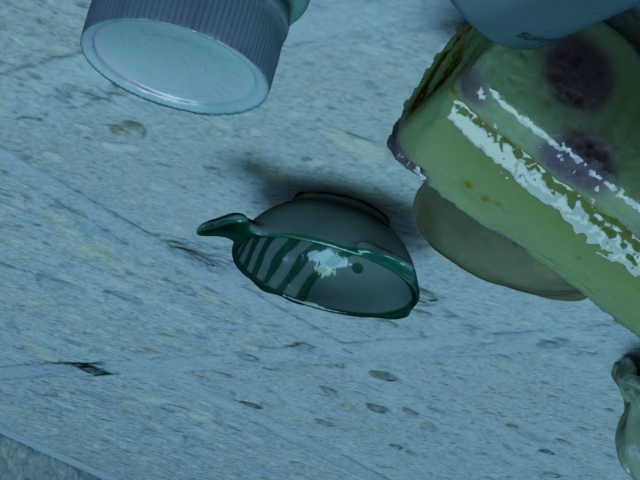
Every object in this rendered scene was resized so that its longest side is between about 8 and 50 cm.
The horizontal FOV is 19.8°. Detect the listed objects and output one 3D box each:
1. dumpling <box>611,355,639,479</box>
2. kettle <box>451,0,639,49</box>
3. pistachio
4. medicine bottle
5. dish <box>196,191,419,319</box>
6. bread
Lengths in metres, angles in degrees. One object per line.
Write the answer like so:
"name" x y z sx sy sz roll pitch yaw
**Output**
"dumpling" 0.395 0.211 2.063 0.193 0.147 0.258 42 175 21
"kettle" 0.214 -0.213 1.081 0.243 0.160 0.211 -13 164 43
"pistachio" 0.188 -0.019 1.623 0.223 0.126 0.152 4 123 41
"medicine bottle" -0.063 -0.206 1.160 0.139 0.225 0.139 12 159 5
"dish" 0.000 0.000 1.864 0.246 0.078 0.224 27 157 -30
"bread" 0.232 -0.046 1.400 0.338 0.155 0.187 37 149 -10
